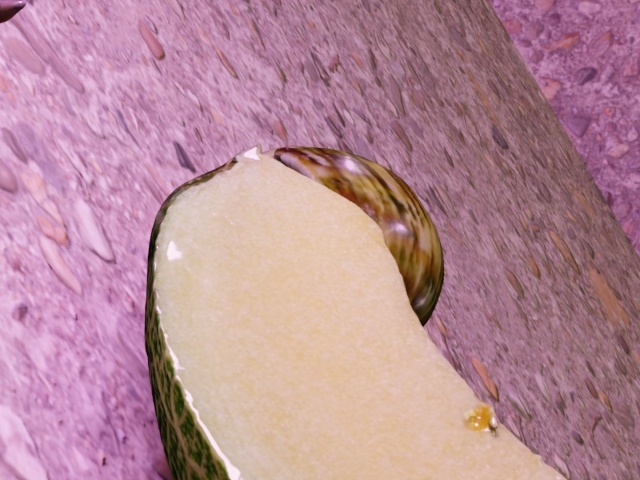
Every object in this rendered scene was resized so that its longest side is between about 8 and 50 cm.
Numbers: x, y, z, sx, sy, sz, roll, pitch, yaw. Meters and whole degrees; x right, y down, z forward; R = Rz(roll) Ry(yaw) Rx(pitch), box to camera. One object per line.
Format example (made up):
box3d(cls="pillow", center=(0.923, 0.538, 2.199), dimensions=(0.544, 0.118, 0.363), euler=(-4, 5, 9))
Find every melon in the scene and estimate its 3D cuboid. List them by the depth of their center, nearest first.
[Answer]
box3d(cls="melon", center=(0.026, 0.127, 0.918), dimensions=(0.343, 0.226, 0.331), euler=(38, 7, 17))

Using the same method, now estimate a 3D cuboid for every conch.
box3d(cls="conch", center=(0.002, -0.002, 1.083), dimensions=(0.181, 0.124, 0.187), euler=(43, -35, 32))

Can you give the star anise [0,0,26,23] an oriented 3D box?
box3d(cls="star anise", center=(-0.276, -0.163, 0.894), dimensions=(0.227, 0.219, 0.148), euler=(25, 38, 30))
